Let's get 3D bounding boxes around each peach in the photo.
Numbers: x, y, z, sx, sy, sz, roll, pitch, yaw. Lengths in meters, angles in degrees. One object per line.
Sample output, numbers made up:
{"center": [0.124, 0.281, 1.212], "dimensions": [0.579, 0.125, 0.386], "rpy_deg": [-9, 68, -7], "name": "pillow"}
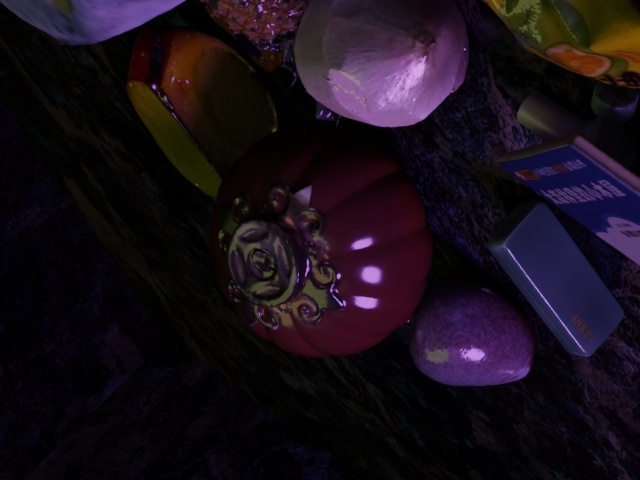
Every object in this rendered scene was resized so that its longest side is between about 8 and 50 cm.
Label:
{"center": [-0.168, -0.193, 2.235], "dimensions": [0.267, 0.159, 0.154], "rpy_deg": [51, 154, -24], "name": "peach"}

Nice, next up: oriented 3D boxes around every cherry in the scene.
{"center": [0.194, 0.120, 2.134], "dimensions": [0.176, 0.140, 0.176], "rpy_deg": [8, -172, -1], "name": "cherry"}

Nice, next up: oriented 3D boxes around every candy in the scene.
{"center": [0.222, -0.188, 1.399], "dimensions": [0.297, 0.081, 0.187], "rpy_deg": [26, 180, 30], "name": "candy"}

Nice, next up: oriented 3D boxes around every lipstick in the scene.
{"center": [0.256, -0.100, 1.632], "dimensions": [0.130, 0.038, 0.038], "rpy_deg": [37, 162, 27], "name": "lipstick"}

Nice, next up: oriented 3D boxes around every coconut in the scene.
{"center": [0.070, -0.192, 1.659], "dimensions": [0.171, 0.171, 0.183], "rpy_deg": [53, 165, -26], "name": "coconut"}

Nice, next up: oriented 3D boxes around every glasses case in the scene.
{"center": [0.270, 0.044, 1.880], "dimensions": [0.184, 0.078, 0.039], "rpy_deg": [51, 160, -21], "name": "glasses case"}

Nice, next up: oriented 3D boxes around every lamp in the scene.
{"center": [0.000, 0.000, 2.099], "dimensions": [0.303, 0.257, 0.303], "rpy_deg": [12, 110, 35], "name": "lamp"}

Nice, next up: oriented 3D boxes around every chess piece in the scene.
{"center": [0.270, -0.109, 1.545], "dimensions": [0.067, 0.067, 0.103], "rpy_deg": [38, 154, 23], "name": "chess piece"}

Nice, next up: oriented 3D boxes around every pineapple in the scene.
{"center": [-0.033, -0.242, 1.866], "dimensions": [0.248, 0.128, 0.128], "rpy_deg": [50, 164, -29], "name": "pineapple"}

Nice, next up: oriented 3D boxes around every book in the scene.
{"center": [0.330, 0.003, 1.580], "dimensions": [0.322, 0.018, 0.228], "rpy_deg": [34, 172, -8], "name": "book"}

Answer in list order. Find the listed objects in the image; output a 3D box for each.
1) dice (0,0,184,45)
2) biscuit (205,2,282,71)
{"center": [-0.212, -0.402, 1.528], "dimensions": [0.330, 0.328, 0.348], "rpy_deg": [22, 153, 55], "name": "dice"}
{"center": [-0.115, -0.305, 2.060], "dimensions": [0.236, 0.039, 0.180], "rpy_deg": [52, 164, -16], "name": "biscuit"}
